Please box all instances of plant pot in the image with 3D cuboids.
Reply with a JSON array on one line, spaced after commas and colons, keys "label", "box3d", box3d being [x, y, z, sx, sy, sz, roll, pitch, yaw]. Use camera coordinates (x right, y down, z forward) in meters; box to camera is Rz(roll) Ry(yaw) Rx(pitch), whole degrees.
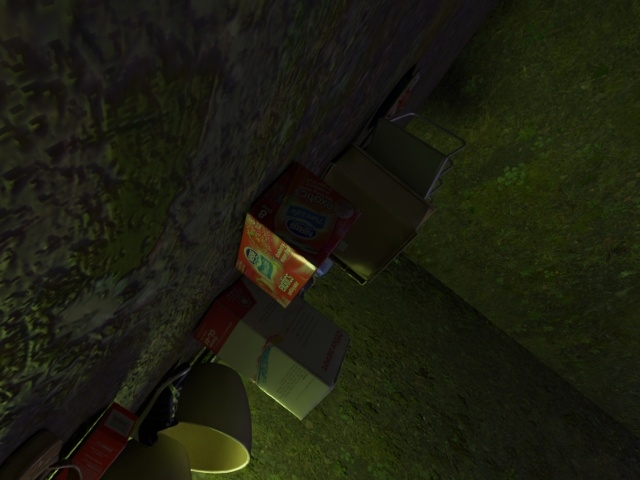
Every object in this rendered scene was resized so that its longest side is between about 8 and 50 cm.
[{"label": "plant pot", "box3d": [-0.452, 0.620, 1.061, 0.284, 0.284, 0.191, -53, -168, 38]}]

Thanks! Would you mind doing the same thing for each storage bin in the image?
[{"label": "storage bin", "box3d": [0.096, -0.055, 1.040, 0.123, 0.262, 0.260, -48, 177, -46]}]

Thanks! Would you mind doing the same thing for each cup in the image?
[{"label": "cup", "box3d": [-0.353, 0.520, 1.253, 0.331, 0.331, 0.237, -53, -161, 37]}]

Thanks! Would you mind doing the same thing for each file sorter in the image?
[{"label": "file sorter", "box3d": [0.228, -0.175, 1.094, 0.173, 0.193, 0.278, -33, 153, -41]}]

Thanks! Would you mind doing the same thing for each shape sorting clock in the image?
[{"label": "shape sorting clock", "box3d": [0.205, -0.367, 1.095, 0.206, 0.040, 0.206, -51, 178, -2]}]

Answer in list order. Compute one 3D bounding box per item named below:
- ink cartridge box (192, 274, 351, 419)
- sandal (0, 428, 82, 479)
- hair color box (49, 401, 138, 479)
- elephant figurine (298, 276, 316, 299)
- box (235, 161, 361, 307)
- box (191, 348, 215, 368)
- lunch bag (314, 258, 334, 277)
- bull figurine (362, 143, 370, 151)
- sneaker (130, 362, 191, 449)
[{"label": "ink cartridge box", "box3d": [-0.100, 0.223, 0.956, 0.131, 0.306, 0.226, -52, 178, 22]}, {"label": "sandal", "box3d": [-0.329, 0.306, 0.491, 0.240, 0.079, 0.088, -53, 178, 41]}, {"label": "hair color box", "box3d": [-0.362, 0.345, 0.623, 0.167, 0.053, 0.093, -53, -168, -6]}, {"label": "elephant figurine", "box3d": [-0.101, 0.156, 1.643, 0.239, 0.169, 0.186, -65, -170, 0]}, {"label": "box", "box3d": [-0.051, 0.005, 0.687, 0.123, 0.128, 0.257, -51, 178, -26]}, {"label": "box", "box3d": [-0.414, 0.435, 1.506, 0.184, 0.045, 0.191, -48, 178, -22]}, {"label": "lunch bag", "box3d": [0.000, 0.000, 1.416, 0.219, 0.090, 0.176, -53, 134, -28]}, {"label": "bull figurine", "box3d": [0.121, -0.204, 1.276, 0.310, 0.101, 0.188, -51, 179, -12]}, {"label": "sneaker", "box3d": [-0.381, 0.412, 1.019, 0.235, 0.097, 0.084, -52, 179, 3]}]
